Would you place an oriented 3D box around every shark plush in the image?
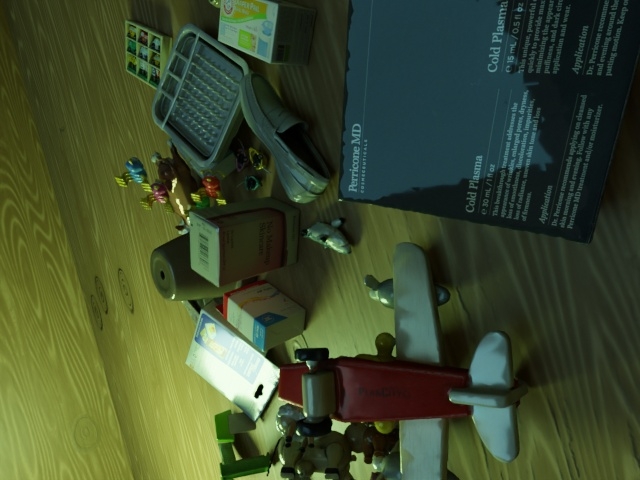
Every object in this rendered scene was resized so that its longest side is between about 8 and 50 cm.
[{"bbox_3d":[0.000,0.000,1.028,0.161,0.073,0.067,-3,130,44],"label":"shark plush"}]

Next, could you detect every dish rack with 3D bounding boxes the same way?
[{"bbox_3d":[-0.302,-0.374,1.188,0.333,0.072,0.285,43,113,31],"label":"dish rack"}]

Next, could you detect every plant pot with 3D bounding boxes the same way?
[{"bbox_3d":[-0.344,0.071,1.297,0.263,0.229,0.263,17,114,43],"label":"plant pot"}]

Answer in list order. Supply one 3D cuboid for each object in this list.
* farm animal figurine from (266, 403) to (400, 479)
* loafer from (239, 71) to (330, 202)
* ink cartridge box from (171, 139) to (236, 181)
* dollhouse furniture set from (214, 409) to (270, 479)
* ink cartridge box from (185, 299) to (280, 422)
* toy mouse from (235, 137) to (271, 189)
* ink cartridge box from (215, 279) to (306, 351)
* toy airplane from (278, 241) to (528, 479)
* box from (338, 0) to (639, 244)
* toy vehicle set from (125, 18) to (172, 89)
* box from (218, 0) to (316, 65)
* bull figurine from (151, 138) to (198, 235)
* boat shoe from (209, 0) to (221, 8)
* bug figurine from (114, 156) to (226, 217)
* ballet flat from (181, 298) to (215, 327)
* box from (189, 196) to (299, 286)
[{"bbox_3d":[0.048,0.498,1.034,0.326,0.172,0.330,11,118,1],"label":"farm animal figurine"},{"bbox_3d":[-0.074,-0.238,0.997,0.111,0.112,0.319,-33,85,43],"label":"loafer"},{"bbox_3d":[-0.317,-0.240,1.252,0.181,0.104,0.061,45,168,30],"label":"ink cartridge box"},{"bbox_3d":[-0.270,0.702,1.540,0.301,0.151,0.197,106,153,-54],"label":"dollhouse furniture set"},{"bbox_3d":[-0.263,0.375,1.402,0.307,0.072,0.303,34,128,9],"label":"ink cartridge box"},{"bbox_3d":[-0.183,-0.185,1.185,0.161,0.031,0.143,56,135,20],"label":"toy mouse"},{"bbox_3d":[-0.164,0.181,1.202,0.231,0.134,0.078,28,123,39],"label":"ink cartridge box"},{"bbox_3d":[0.163,0.253,0.809,0.384,0.272,0.386,43,94,18],"label":"toy airplane"},{"bbox_3d":[0.205,-0.206,0.576,0.312,0.179,0.343,13,112,24],"label":"box"},{"bbox_3d":[-0.556,-0.596,1.464,0.267,0.035,0.166,35,126,36],"label":"toy vehicle set"},{"bbox_3d":[-0.120,-0.459,0.973,0.203,0.103,0.114,36,126,35],"label":"box"},{"bbox_3d":[-0.426,-0.150,1.374,0.188,0.101,0.310,56,156,28],"label":"bull figurine"},{"bbox_3d":[-0.179,-0.654,0.976,0.113,0.103,0.302,34,125,36],"label":"boat shoe"},{"bbox_3d":[-0.373,-0.133,1.190,0.216,0.279,0.072,111,170,-65],"label":"bug figurine"},{"bbox_3d":[-0.418,0.168,1.514,0.316,0.107,0.106,52,131,9],"label":"ballet flat"},{"bbox_3d":[-0.178,-0.004,1.083,0.127,0.232,0.149,25,120,41],"label":"box"}]
